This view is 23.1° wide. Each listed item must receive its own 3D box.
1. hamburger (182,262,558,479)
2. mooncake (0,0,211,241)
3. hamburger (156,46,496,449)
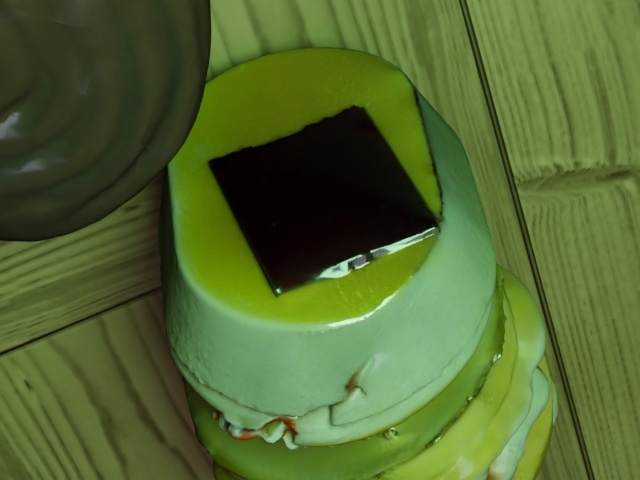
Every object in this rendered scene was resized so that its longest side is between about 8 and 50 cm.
[{"bbox_3d":[0.055,0.129,1.190,0.276,0.276,0.237,-31,135,3],"label":"hamburger"},{"bbox_3d":[-0.230,-0.158,0.966,0.333,0.174,0.326,-1,124,-18],"label":"mooncake"},{"bbox_3d":[0.000,0.000,1.066,0.227,0.295,0.151,-13,133,6],"label":"hamburger"}]
